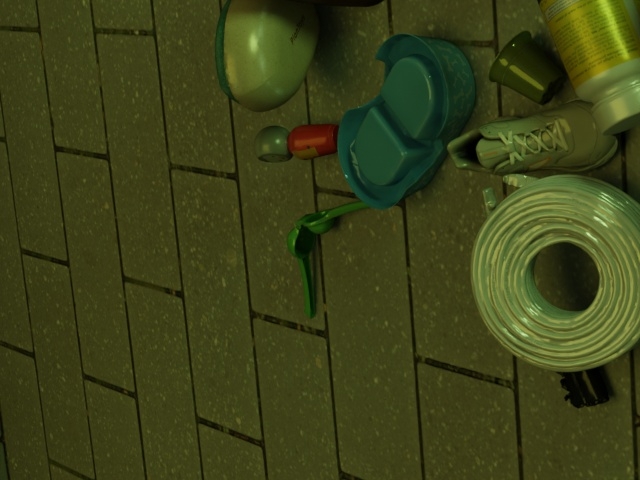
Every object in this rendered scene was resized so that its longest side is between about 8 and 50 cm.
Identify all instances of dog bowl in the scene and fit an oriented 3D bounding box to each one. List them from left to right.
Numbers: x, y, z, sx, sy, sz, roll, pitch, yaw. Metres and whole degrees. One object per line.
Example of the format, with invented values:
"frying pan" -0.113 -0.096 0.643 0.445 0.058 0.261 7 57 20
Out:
"dog bowl" 0.129 -0.177 2.247 0.166 0.074 0.297 56 140 25

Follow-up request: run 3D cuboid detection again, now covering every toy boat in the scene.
"toy boat" -0.080 -0.253 2.379 0.148 0.267 0.318 -5 126 26

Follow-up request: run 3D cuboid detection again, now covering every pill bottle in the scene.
"pill bottle" 0.353 -0.244 1.886 0.119 0.119 0.209 -32 75 53

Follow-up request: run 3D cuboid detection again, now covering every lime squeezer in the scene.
"lime squeezer" 0.000 0.000 2.494 0.110 0.058 0.310 57 139 24

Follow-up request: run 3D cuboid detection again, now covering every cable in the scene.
"cable" 0.321 0.043 1.981 0.257 0.089 0.257 1 99 25

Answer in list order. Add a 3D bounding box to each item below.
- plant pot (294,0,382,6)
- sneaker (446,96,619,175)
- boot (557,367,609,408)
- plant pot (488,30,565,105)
"plant pot" -0.031 -0.437 2.234 0.215 0.230 0.215 22 118 48
"sneaker" 0.277 -0.124 2.027 0.262 0.121 0.099 -12 93 54
"boot" 0.367 0.174 2.076 0.121 0.045 0.099 -21 86 57
"plant pot" 0.280 -0.222 2.034 0.079 0.083 0.083 41 133 21
